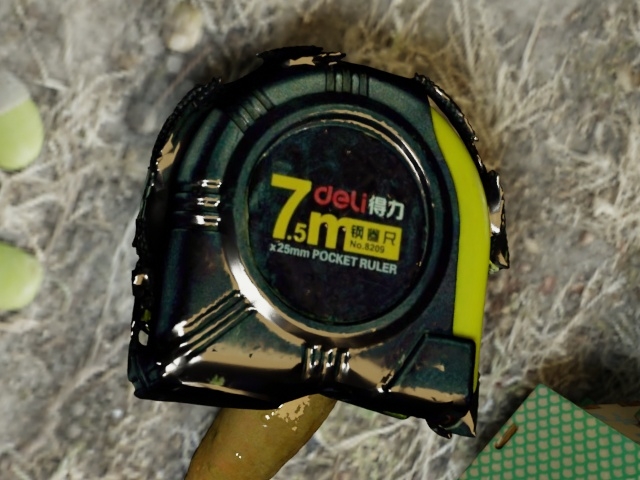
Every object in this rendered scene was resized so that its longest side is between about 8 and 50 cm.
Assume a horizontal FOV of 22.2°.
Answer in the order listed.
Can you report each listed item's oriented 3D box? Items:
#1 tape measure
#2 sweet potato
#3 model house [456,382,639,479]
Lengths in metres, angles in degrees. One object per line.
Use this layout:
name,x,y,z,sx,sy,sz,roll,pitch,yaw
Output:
tape measure,0.000,0.000,0.838,0.199,0.112,0.186,10,83,-21
sweet potato,-0.034,0.103,0.911,0.249,0.059,0.069,-51,162,0
model house,0.191,0.167,0.987,0.206,0.178,0.271,-1,113,-35
